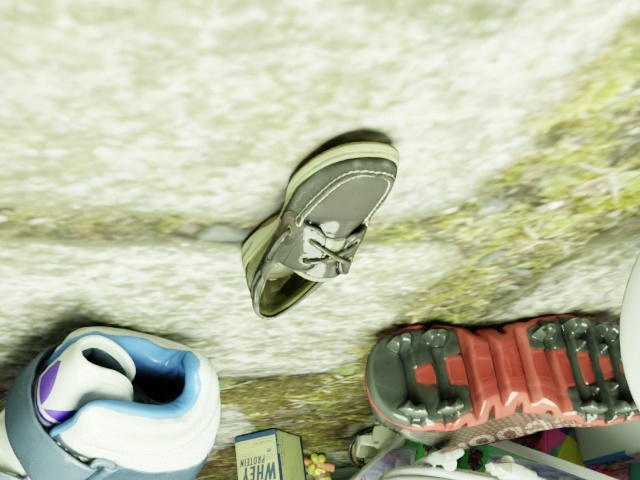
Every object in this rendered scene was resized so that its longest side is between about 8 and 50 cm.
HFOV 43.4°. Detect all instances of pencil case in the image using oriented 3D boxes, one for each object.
[{"bbox_3d":[0.350,0.312,1.171,0.104,0.104,0.236,-8,158,1],"label":"pencil case"}]

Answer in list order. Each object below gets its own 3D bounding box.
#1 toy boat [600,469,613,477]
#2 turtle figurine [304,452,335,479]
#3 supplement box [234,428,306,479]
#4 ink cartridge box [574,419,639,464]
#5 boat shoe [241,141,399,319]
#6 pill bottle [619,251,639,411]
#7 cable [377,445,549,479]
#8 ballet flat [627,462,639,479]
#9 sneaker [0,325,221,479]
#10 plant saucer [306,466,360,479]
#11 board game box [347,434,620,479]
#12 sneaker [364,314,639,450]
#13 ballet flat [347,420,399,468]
[{"bbox_3d":[0.598,0.606,1.661,0.148,0.318,0.267,-9,122,-11],"label":"toy boat"},{"bbox_3d":[0.062,0.413,1.124,0.217,0.269,0.087,-12,142,-19],"label":"turtle figurine"},{"bbox_3d":[-0.060,0.285,0.999,0.056,0.083,0.083,-17,155,17],"label":"supplement box"},{"bbox_3d":[0.450,0.229,1.028,0.203,0.086,0.148,5,153,-27],"label":"ink cartridge box"},{"bbox_3d":[0.000,0.000,0.443,0.056,0.049,0.152,4,152,-23],"label":"boat shoe"},{"bbox_3d":[0.372,0.087,0.551,0.210,0.210,0.363,-26,149,35],"label":"pill bottle"},{"bbox_3d":[0.163,0.289,0.754,0.257,0.089,0.257,26,150,-12],"label":"cable"},{"bbox_3d":[0.627,0.380,1.352,0.182,0.164,0.483,-30,150,5],"label":"ballet flat"},{"bbox_3d":[-0.231,0.139,0.578,0.323,0.130,0.236,2,134,-25],"label":"sneaker"},{"bbox_3d":[0.029,0.465,1.369,0.400,0.100,0.400,-7,149,-4],"label":"plant saucer"},{"bbox_3d":[0.240,0.337,0.931,0.390,0.050,0.390,20,151,-2],"label":"board game box"},{"bbox_3d":[0.167,0.130,0.717,0.276,0.097,0.135,-1,154,-9],"label":"sneaker"},{"bbox_3d":[0.086,0.248,0.985,0.074,0.074,0.203,2,158,-21],"label":"ballet flat"}]
